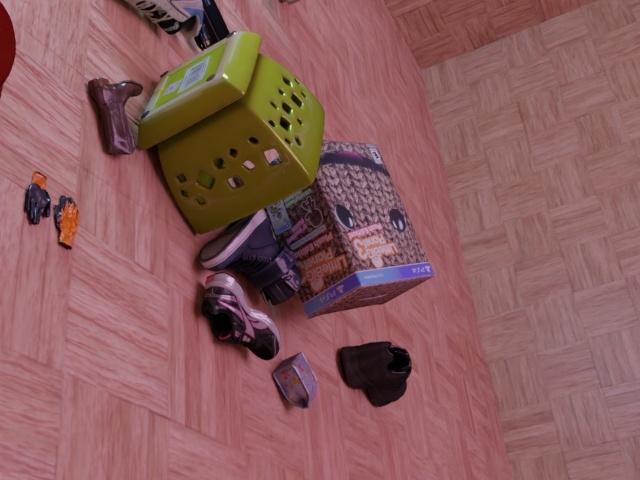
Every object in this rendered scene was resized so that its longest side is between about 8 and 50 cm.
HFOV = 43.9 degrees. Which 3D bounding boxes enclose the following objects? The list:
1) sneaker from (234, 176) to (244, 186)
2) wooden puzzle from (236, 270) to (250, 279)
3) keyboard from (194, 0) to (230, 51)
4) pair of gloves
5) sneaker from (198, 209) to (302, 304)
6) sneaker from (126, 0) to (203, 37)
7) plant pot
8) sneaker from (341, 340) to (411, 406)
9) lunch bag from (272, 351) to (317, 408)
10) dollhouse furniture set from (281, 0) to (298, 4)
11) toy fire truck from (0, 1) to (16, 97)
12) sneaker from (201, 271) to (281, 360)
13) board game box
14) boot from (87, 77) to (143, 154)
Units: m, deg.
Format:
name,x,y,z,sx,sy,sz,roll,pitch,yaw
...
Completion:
name,x,y,z,sx,sy,sz,roll,pitch,yaw
sneaker,-0.135,-0.103,1.481,0.083,0.032,0.037,71,19,-3
wooden puzzle,-0.135,0.040,1.387,0.083,0.006,0.049,33,42,-61
keyboard,-0.244,-0.469,1.524,0.201,0.033,0.317,-79,145,-67
pair of gloves,-0.318,-0.036,0.947,0.083,0.010,0.074,47,31,-49
sneaker,-0.108,0.046,1.318,0.163,0.086,0.226,62,23,-10
sneaker,-0.265,-0.395,1.321,0.237,0.085,0.086,-4,84,-67
plant pot,-0.144,-0.183,1.254,0.207,0.227,0.228,53,26,-30
sneaker,0.151,0.293,1.759,0.286,0.130,0.109,39,35,-59
lunch bag,-0.040,0.249,1.389,0.083,0.053,0.071,59,18,-5
dollhouse furniture set,-0.135,-0.740,1.902,0.362,0.256,0.394,64,-1,-22
toy fire truck,-0.393,-0.106,0.628,0.302,0.169,0.254,22,76,-65
sneaker,-0.133,0.136,1.239,0.178,0.072,0.077,50,39,-30
board game box,0.043,-0.026,1.480,0.232,0.141,0.291,-5,68,-50
boot,-0.279,-0.172,1.139,0.106,0.037,0.114,-13,81,-58
